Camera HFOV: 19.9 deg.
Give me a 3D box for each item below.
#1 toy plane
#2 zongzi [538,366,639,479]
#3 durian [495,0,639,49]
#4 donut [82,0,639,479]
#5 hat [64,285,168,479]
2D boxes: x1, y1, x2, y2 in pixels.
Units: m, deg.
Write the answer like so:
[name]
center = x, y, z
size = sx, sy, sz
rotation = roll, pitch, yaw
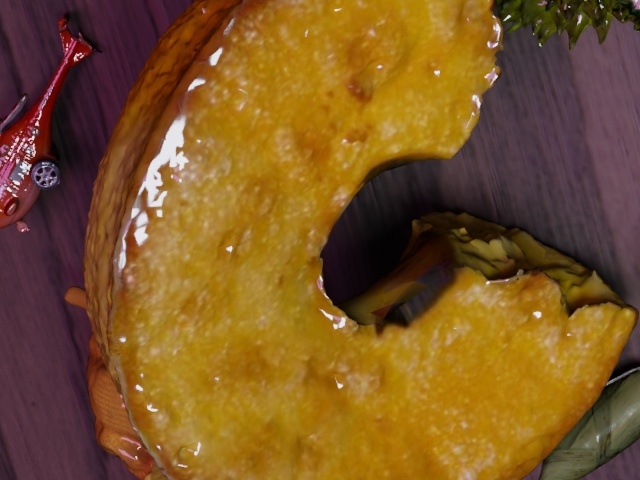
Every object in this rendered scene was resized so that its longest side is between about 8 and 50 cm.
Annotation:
[toy plane]
center = -0.245, -0.097, 1.556
size = 0.077, 0.126, 0.194
rotation = 26, 83, -17
[zongzi]
center = 0.214, 0.144, 1.370
size = 0.104, 0.113, 0.052
rotation = -35, 95, 32
[durian]
center = 0.155, -0.210, 1.278
size = 0.375, 0.106, 0.132
rotation = 32, 95, 13
[donut]
center = 0.000, 0.000, 1.272
size = 0.163, 0.377, 0.435
rotation = 28, 143, 58
[hat]
center = -0.140, 0.106, 1.502
size = 0.233, 0.244, 0.233
rotation = 37, 113, 27
